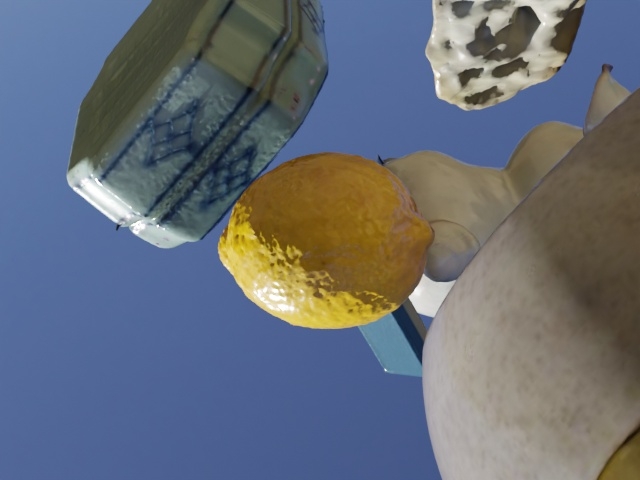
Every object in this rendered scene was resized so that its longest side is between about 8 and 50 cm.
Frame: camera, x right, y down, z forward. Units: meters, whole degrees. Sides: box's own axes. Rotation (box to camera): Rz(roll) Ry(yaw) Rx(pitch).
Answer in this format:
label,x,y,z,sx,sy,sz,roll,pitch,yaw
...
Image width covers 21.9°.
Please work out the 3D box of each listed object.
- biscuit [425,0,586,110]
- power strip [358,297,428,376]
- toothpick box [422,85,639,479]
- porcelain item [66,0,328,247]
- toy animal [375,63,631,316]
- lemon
label,x,y,z,sx,sy,sz,roll,pitch,yaw
biscuit,0.126,-0.315,0.808,0.104,0.429,0.446,7,-126,10
power strip,0.068,0.081,1.576,0.056,0.123,0.032,3,-133,37
toothpick box,0.302,0.112,0.862,0.409,0.425,0.409,-39,164,-13
porcelain item,-0.123,-0.151,1.704,0.286,0.157,0.281,-48,-157,20
toy animal,0.210,-0.034,1.652,0.310,0.183,0.247,-12,164,7
lemon,0.000,0.000,1.315,0.187,0.142,0.142,-3,-153,29
